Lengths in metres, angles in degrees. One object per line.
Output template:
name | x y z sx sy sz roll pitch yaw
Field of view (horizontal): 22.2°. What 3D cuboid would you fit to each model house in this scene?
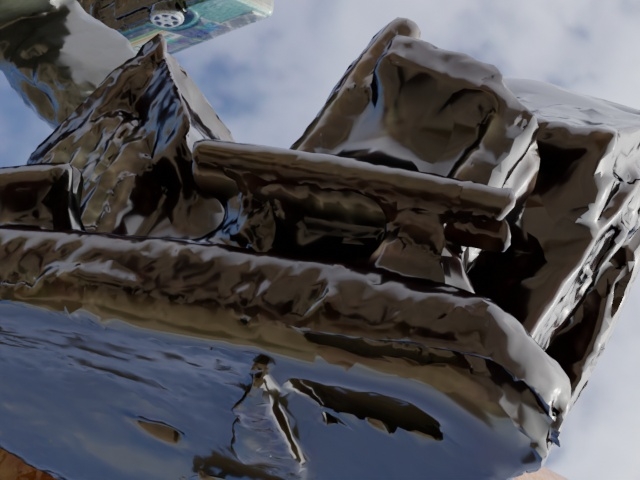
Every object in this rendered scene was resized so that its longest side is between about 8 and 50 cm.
model house | -0.007 -0.007 0.438 0.203 0.141 0.164 12 -125 23

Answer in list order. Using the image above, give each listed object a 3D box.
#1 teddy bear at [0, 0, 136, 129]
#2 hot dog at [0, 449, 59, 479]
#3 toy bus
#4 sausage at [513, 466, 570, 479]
teddy bear | -0.128 -0.135 0.645 0.171 0.144 0.251 50 -49 17
hot dog | -0.124 0.135 0.660 0.213 0.103 0.146 -13 -78 -8
toy bus | -0.170 -0.229 1.618 0.262 0.109 0.091 -14 -110 36
sausage | 0.123 0.189 1.105 0.093 0.312 0.093 -25 -129 36
